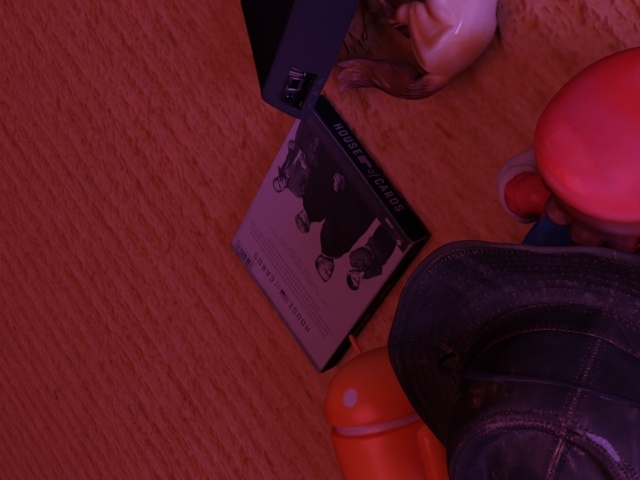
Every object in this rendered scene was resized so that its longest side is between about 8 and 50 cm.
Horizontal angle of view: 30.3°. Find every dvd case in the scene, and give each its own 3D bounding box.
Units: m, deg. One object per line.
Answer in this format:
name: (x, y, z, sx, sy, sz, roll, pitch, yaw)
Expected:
dvd case: (0.000, 0.000, 1.170, 0.179, 0.029, 0.239, 55, 142, 19)

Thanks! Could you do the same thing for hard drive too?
hard drive: (-0.011, -0.243, 0.992, 0.255, 0.054, 0.172, 115, 150, -48)

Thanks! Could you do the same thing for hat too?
hat: (0.169, 0.152, 0.812, 0.331, 0.134, 0.331, 17, 142, 14)

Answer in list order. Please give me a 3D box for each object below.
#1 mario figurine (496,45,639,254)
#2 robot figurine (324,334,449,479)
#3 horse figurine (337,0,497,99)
mario figurine: (0.221, -0.010, 0.838, 0.198, 0.170, 0.320, 17, 141, 5)
robot figurine: (0.076, 0.191, 1.081, 0.128, 0.158, 0.219, -15, 96, 20)
horse figurine: (0.092, -0.208, 0.921, 0.174, 0.066, 0.263, 49, 137, 35)
